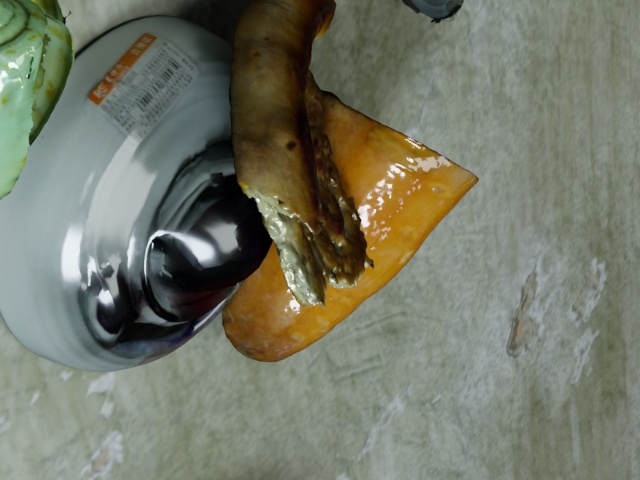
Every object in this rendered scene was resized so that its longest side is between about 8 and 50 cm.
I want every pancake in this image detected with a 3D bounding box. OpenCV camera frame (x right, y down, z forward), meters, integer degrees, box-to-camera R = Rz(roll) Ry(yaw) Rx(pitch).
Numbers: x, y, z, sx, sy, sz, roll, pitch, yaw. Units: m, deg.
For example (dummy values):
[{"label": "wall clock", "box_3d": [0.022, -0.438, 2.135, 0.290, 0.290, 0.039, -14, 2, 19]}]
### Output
[{"label": "pancake", "box_3d": [-0.016, -0.078, 1.345, 0.212, 0.056, 0.257, 1, 73, -71]}]

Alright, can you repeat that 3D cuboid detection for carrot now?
[{"label": "carrot", "box_3d": [0.000, 0.000, 1.515, 0.225, 0.159, 0.159, -56, 149, 0]}]

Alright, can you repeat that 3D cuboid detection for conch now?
[{"label": "conch", "box_3d": [-0.200, -0.099, 1.203, 0.106, 0.079, 0.170, -37, 155, -31]}]

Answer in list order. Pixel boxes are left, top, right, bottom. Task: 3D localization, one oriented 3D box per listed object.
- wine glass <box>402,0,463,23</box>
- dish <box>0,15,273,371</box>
[{"label": "wine glass", "box_3d": [0.137, -0.249, 1.625, 0.155, 0.072, 0.072, -36, 138, -41]}, {"label": "dish", "box_3d": [-0.098, -0.013, 1.359, 0.273, 0.134, 0.273, -36, 140, -39]}]
